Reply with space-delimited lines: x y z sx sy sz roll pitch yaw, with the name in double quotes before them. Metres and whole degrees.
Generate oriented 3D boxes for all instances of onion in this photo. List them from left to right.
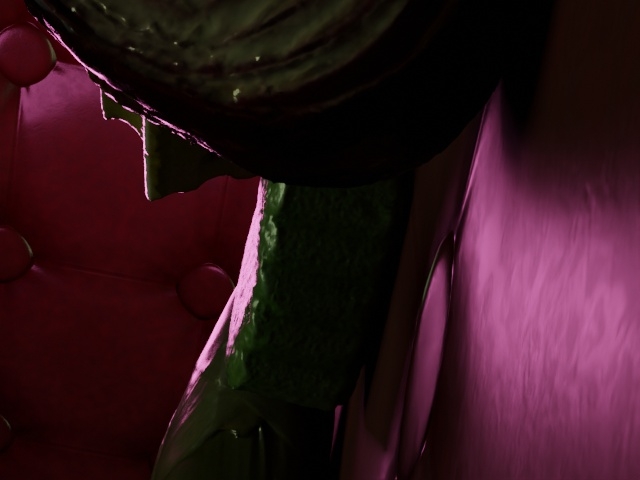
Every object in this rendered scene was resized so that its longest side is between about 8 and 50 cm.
"onion" 0.003 -0.126 0.635 0.216 0.207 0.206 -49 -11 5

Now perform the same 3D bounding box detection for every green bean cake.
"green bean cake" 0.000 0.000 1.128 0.248 0.124 0.222 -88 10 -65

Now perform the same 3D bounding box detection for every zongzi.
"zongzi" -0.063 0.194 1.228 0.447 0.181 0.418 -96 17 -77

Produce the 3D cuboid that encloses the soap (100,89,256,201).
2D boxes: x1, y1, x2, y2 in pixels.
"soap" -0.049 -0.199 1.170 0.156 0.293 0.335 60 164 17
